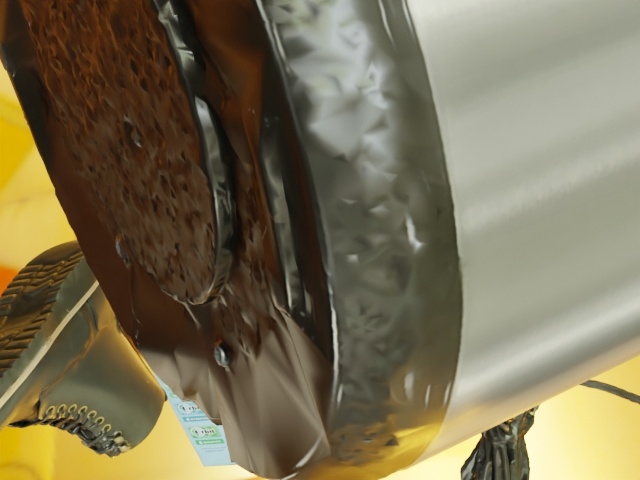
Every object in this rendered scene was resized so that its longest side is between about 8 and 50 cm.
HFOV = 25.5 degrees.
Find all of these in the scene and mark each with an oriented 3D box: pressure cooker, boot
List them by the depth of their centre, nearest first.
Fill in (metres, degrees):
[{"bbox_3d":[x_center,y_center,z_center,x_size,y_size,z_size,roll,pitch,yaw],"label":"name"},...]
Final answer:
[{"bbox_3d":[0.091,-0.135,0.609,0.375,0.420,0.370,24,-48,61],"label":"pressure cooker"},{"bbox_3d":[-0.164,0.109,0.882,0.137,0.077,0.198,62,39,-26],"label":"boot"}]

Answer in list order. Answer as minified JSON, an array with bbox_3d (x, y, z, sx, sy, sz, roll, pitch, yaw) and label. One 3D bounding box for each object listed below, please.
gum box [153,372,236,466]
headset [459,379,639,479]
[{"bbox_3d":[-0.101,0.082,1.261,0.157,0.041,0.184,-76,152,-46],"label":"gum box"},{"bbox_3d":[0.225,0.160,0.670,0.394,0.243,0.185,30,-47,35],"label":"headset"}]
